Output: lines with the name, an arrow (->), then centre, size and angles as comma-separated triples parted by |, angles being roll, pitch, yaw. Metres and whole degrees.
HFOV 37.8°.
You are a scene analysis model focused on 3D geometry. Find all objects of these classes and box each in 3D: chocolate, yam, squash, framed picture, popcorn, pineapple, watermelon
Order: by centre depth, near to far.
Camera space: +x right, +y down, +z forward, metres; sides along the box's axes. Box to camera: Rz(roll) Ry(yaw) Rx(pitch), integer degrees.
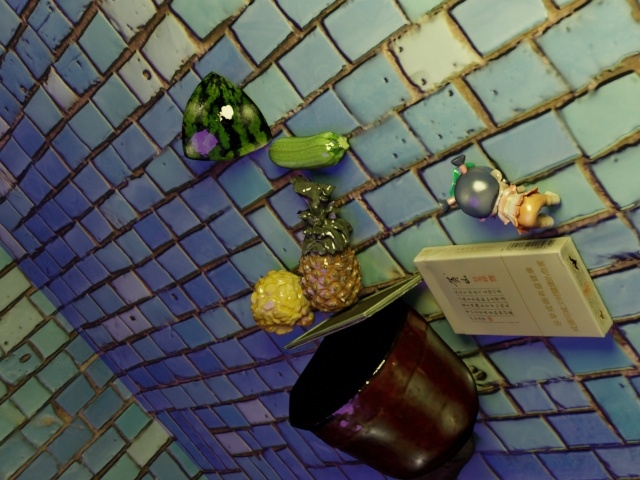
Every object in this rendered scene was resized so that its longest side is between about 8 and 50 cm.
squash -> -0.023, -0.181, 1.909 | 0.219, 0.068, 0.077 | -3, 120, 48
watermelon -> -0.195, -0.246, 1.993 | 0.145, 0.137, 0.193 | 23, 100, 31
framed picture -> 0.078, 0.152, 1.994 | 0.293, 0.231, 0.018 | -28, 91, 49
pineapple -> 0.000, 0.000, 2.039 | 0.170, 0.141, 0.310 | 41, 149, 55
chocolate -> 0.172, 0.344, 2.069 | 0.331, 0.384, 0.383 | 39, 150, -18
popcorn -> -0.090, 0.155, 2.286 | 0.180, 0.170, 0.180 | 19, 121, 35
yam -> 0.289, 0.556, 2.340 | 0.131, 0.131, 0.280 | 36, 146, 13

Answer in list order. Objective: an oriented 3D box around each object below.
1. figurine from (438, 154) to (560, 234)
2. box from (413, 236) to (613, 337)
figurine -> 0.309, -0.081, 1.637 | 0.195, 0.102, 0.112 | 22, 108, 37
box -> 0.363, 0.096, 1.814 | 0.365, 0.051, 0.205 | -6, 123, 50
